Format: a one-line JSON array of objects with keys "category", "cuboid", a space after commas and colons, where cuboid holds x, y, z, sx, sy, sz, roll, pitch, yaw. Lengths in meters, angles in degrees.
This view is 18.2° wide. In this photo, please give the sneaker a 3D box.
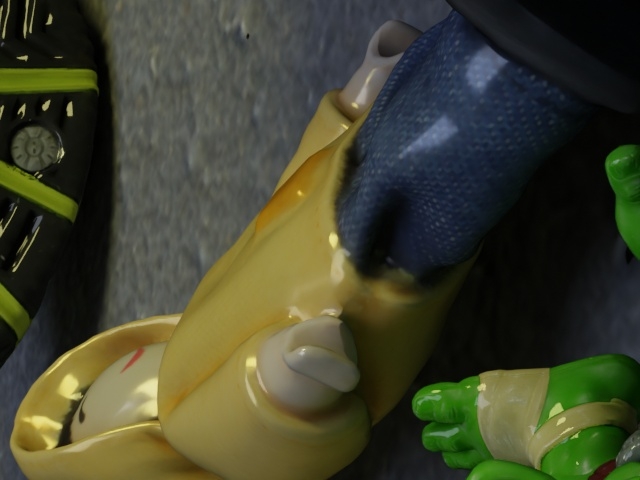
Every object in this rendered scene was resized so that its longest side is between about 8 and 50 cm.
[{"category": "sneaker", "cuboid": [-0.184, -0.093, 0.948, 0.147, 0.145, 0.385, 119, 152, -63]}]

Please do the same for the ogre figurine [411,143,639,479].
[{"category": "ogre figurine", "cuboid": [0.080, 0.057, 0.480, 0.197, 0.097, 0.118, -43, 29, 29]}]

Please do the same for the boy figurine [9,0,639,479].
[{"category": "boy figurine", "cuboid": [0.000, 0.000, 0.605, 0.285, 0.092, 0.177, -48, 16, 40]}]
